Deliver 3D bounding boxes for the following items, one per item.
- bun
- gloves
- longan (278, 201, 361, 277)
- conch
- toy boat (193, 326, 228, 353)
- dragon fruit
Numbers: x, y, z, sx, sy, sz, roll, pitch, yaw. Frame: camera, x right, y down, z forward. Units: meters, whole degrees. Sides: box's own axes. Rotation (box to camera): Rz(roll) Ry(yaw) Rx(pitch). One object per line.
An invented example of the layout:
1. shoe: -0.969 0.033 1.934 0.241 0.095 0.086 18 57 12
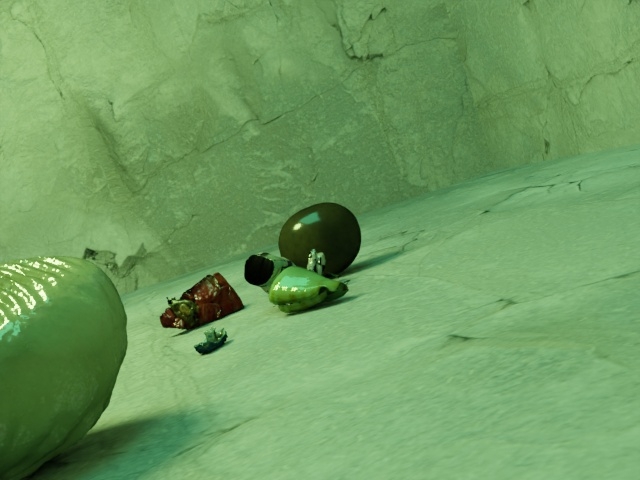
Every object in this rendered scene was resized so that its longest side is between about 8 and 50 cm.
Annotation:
1. bun: -0.393 0.164 0.985 0.365 0.219 0.365 -10 18 3
2. gloves: -0.060 0.073 1.677 0.127 0.111 0.212 -21 -26 31
3. longan: 0.000 0.000 1.864 0.189 0.189 0.189 -17 4 1
4. conch: -0.029 0.092 1.507 0.170 0.079 0.106 -4 28 45
5. toy boat: -0.182 0.164 1.404 0.038 0.038 0.083 -15 6 26
6. dragon fruit: -0.269 0.132 1.769 0.122 0.092 0.192 -14 6 42
